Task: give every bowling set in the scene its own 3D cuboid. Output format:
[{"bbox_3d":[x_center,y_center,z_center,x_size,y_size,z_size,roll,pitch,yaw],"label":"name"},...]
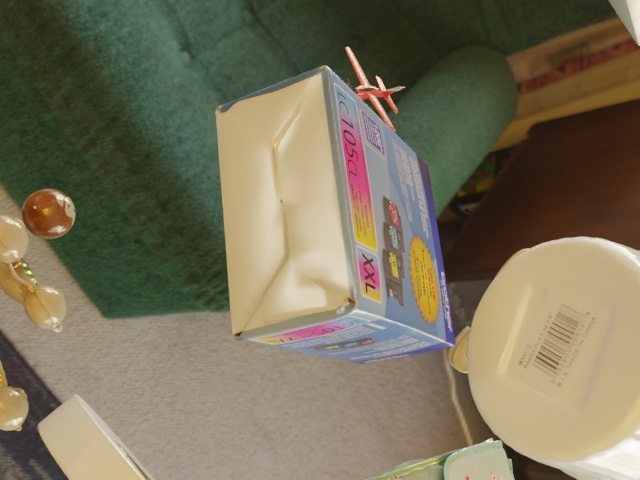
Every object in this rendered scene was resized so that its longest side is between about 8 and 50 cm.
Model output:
[{"bbox_3d":[-0.310,0.021,0.736,0.200,0.154,0.287,-40,139,-21],"label":"bowling set"}]

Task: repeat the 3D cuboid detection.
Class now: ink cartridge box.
[{"bbox_3d":[0.044,0.000,0.948,0.395,0.151,0.269,28,52,-62],"label":"ink cartridge box"}]

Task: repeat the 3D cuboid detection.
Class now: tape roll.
[{"bbox_3d":[-0.253,0.387,1.104,0.072,0.392,0.392,-40,113,-18],"label":"tape roll"}]

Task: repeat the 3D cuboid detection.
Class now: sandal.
[{"bbox_3d":[0.310,0.126,1.271,0.088,0.079,0.240,40,84,-26],"label":"sandal"}]

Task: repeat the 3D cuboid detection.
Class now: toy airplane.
[{"bbox_3d":[0.082,-0.228,1.176,0.151,0.028,0.151,30,43,-33],"label":"toy airplane"}]

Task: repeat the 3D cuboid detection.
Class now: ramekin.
[{"bbox_3d":[0.297,0.128,0.858,0.135,0.277,0.277,20,69,-37],"label":"ramekin"}]

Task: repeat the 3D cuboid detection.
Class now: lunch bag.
[{"bbox_3d":[0.189,0.442,1.176,0.160,0.263,0.223,69,5,-70],"label":"lunch bag"}]

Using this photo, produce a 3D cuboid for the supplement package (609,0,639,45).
[{"bbox_3d":[0.265,-0.299,0.563,0.149,0.194,0.203,26,39,-58],"label":"supplement package"}]
